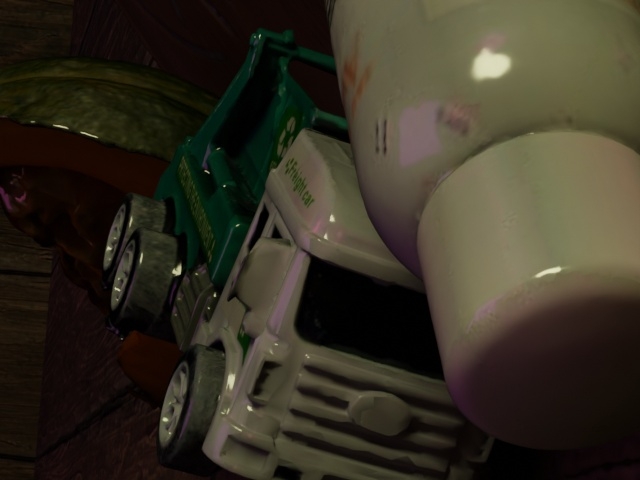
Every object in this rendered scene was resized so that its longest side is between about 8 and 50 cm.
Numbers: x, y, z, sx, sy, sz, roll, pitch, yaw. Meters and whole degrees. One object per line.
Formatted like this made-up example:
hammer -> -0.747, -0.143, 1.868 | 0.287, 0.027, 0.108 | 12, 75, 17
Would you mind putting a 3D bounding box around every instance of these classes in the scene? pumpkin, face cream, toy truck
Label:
pumpkin -> -0.047, -0.007, 0.767 | 0.278, 0.163, 0.111 | 55, -131, -44
face cream -> 0.041, -0.062, 0.424 | 0.269, 0.082, 0.082 | -97, 18, -46
toy truck -> 0.000, 0.000, 0.533 | 0.216, 0.110, 0.116 | -120, 48, -69

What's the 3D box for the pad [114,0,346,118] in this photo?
pad -> -0.073, -0.146, 0.726 | 0.286, 0.018, 0.284 | 57, 164, -1
